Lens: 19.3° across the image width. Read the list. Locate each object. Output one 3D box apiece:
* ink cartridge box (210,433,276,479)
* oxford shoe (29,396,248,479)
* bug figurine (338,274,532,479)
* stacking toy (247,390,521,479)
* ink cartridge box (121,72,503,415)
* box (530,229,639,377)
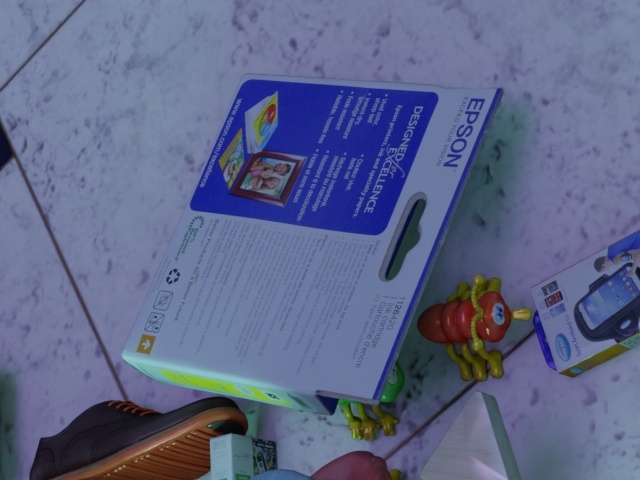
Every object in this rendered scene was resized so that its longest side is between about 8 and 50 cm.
[{"bbox_3d":[-0.067,0.235,1.697,0.029,0.063,0.115,-18,67,36],"label":"ink cartridge box"},{"bbox_3d":[-0.182,0.186,1.785,0.271,0.097,0.098,-25,57,31],"label":"oxford shoe"},{"bbox_3d":[0.087,0.168,1.588,0.216,0.072,0.279,-15,69,35],"label":"bug figurine"},{"bbox_3d":[0.051,0.273,1.429,0.279,0.130,0.309,-41,55,22],"label":"stacking toy"},{"bbox_3d":[0.000,0.000,1.671,0.307,0.072,0.303,9,68,39],"label":"ink cartridge box"},{"bbox_3d":[0.230,0.054,1.537,0.136,0.028,0.081,-30,61,27],"label":"box"}]
